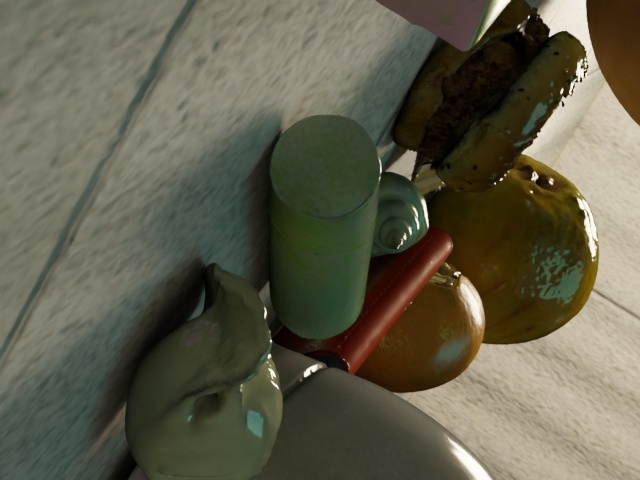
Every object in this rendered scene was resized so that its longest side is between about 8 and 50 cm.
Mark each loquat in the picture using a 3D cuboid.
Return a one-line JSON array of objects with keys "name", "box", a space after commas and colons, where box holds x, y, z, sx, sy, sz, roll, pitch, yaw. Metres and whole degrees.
[{"name": "loquat", "box": [0.192, 0.028, 2.037, 0.213, 0.213, 0.246, -44, 161, -58]}]

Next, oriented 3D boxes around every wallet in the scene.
[{"name": "wallet", "box": [0.016, 0.068, 1.549, 0.142, 0.045, 0.204, -24, -165, 40]}]

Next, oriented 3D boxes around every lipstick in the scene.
[{"name": "lipstick", "box": [0.000, 0.000, 1.270, 0.076, 0.076, 0.304, -55, 172, -14]}]

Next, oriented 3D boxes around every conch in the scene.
[{"name": "conch", "box": [0.053, -0.012, 1.542, 0.088, 0.065, 0.180, -61, -173, 12]}]

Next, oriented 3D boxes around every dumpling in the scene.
[{"name": "dumpling", "box": [-0.075, 0.087, 1.163, 0.169, 0.100, 0.134, 83, -1, -51]}]

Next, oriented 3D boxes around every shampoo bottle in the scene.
[{"name": "shampoo bottle", "box": [-0.013, 0.229, 1.365, 0.273, 0.266, 0.273, -50, 168, -15]}]

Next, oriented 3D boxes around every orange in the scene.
[{"name": "orange", "box": [0.084, 0.078, 1.818, 0.155, 0.155, 0.134, -45, 123, -56]}]

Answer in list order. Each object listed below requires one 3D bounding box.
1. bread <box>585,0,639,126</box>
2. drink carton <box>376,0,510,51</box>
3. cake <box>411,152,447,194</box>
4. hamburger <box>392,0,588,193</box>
[{"name": "bread", "box": [0.416, -0.309, 1.895, 0.348, 0.253, 0.376, -61, 176, -19]}, {"name": "drink carton", "box": [0.107, -0.237, 0.906, 0.271, 0.108, 0.161, -50, 166, -36]}, {"name": "cake", "box": [0.099, -0.075, 1.643, 0.121, 0.065, 0.052, -30, 153, -51]}, {"name": "hamburger", "box": [0.147, -0.119, 1.540, 0.177, 0.113, 0.185, -56, 171, -18]}]
